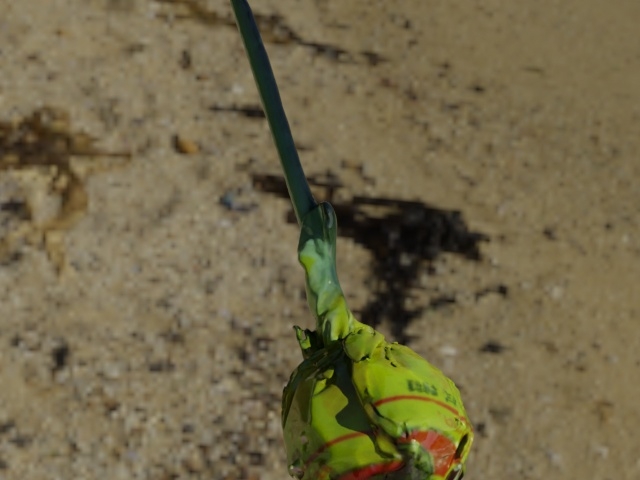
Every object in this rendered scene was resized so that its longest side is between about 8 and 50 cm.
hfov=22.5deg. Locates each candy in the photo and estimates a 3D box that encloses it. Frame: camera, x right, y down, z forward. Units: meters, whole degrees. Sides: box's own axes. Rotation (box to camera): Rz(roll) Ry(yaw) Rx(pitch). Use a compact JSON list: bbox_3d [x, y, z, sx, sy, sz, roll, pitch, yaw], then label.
[{"bbox_3d":[0.000,0.000,0.337,0.035,0.035,0.123,6,60,-46],"label":"candy"}]
